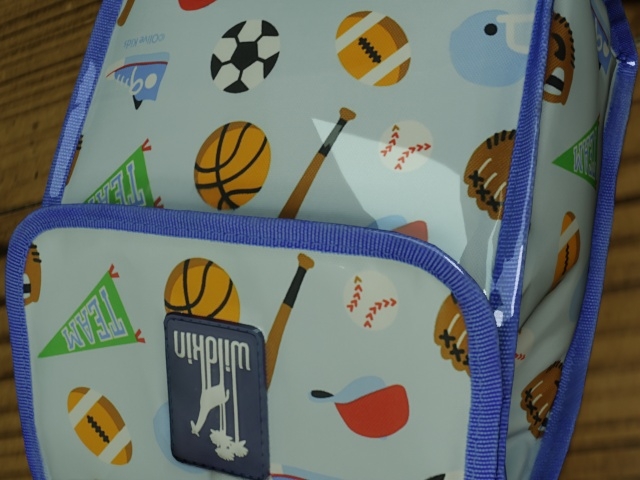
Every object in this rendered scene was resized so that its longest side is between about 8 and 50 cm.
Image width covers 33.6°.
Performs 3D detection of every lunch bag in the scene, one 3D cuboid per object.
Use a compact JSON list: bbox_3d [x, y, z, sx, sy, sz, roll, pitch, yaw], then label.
[{"bbox_3d":[0.000,0.000,0.656,0.328,0.239,0.385,5,73,29],"label":"lunch bag"}]
